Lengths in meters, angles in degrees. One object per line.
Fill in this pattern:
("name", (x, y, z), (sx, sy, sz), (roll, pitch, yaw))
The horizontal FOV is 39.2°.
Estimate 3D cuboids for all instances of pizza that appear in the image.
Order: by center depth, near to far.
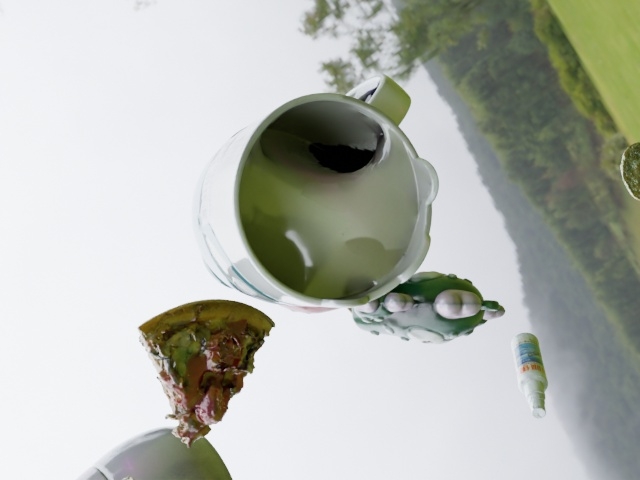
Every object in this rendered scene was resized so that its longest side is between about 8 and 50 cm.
("pizza", (-0.135, 0.167, 1.125), (0.201, 0.053, 0.193), (-10, -71, -42))

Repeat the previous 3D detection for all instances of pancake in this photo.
("pancake", (0.542, -0.112, 1.480), (0.108, 0.108, 0.017), (58, 176, 5))

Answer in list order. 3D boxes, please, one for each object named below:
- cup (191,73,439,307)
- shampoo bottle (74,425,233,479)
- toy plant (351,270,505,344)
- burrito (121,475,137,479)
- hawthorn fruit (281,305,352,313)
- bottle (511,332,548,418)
("cup", (-0.006, -0.061, 1.010), (0.219, 0.290, 0.257), (38, 164, -16))
("shampoo bottle", (-0.309, 0.496, 1.652), (0.273, 0.266, 0.273), (37, 140, 38))
("toy plant", (0.165, 0.106, 1.405), (0.232, 0.243, 0.112), (33, -123, -76))
("burrito", (-0.216, 0.369, 1.122), (0.060, 0.087, 0.226), (39, 163, 33))
("hawthorn fruit", (0.000, 0.000, 1.445), (0.287, 0.287, 0.330), (-94, -18, -61))
("bottle", (0.415, 0.268, 1.770), (0.060, 0.060, 0.217), (50, -156, -24))
